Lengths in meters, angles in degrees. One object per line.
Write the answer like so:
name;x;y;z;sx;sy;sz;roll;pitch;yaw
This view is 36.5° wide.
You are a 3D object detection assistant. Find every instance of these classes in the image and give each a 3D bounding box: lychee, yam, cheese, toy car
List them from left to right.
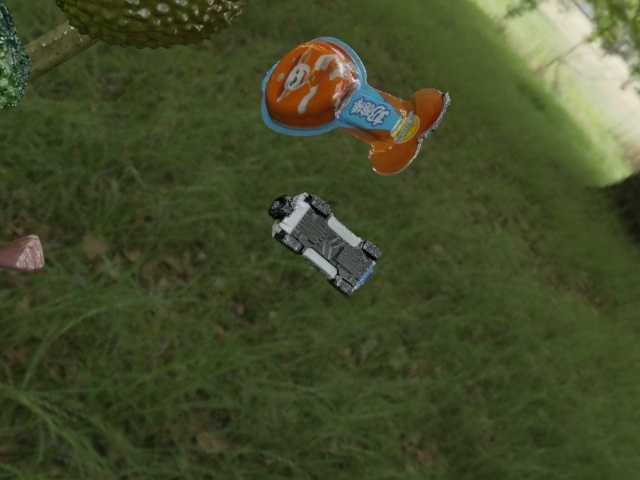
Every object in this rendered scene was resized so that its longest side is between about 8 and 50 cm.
yam;-0.535;-0.433;2.076;0.083;0.372;0.083;58;11;-19
lychee;-0.209;-0.387;1.317;0.270;0.320;0.270;39;-6;5
toy car;0.000;0.000;1.332;0.171;0.080;0.070;39;-7;-24
cheese;0.018;-0.127;0.876;0.037;0.106;0.256;33;0;-40

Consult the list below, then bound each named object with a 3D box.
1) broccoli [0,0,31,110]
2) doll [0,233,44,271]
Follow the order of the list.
broccoli;-0.544;-0.258;1.339;0.295;0.265;0.245;27;48;14
doll;-0.346;0.036;0.775;0.211;0.262;0.093;-101;177;-71
